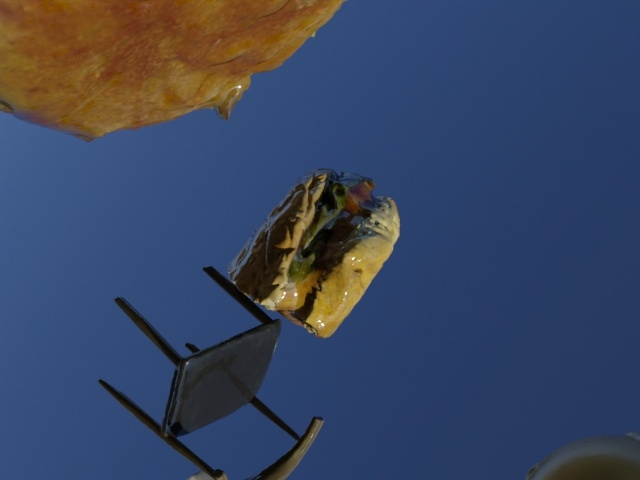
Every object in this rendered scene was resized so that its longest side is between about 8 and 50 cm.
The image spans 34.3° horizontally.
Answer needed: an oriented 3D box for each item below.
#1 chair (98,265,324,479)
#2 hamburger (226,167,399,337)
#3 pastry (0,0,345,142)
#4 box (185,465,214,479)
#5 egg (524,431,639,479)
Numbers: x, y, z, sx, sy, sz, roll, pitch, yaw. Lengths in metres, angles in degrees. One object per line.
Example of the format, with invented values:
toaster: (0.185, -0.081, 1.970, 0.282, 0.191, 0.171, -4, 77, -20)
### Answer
chair: (-0.135, 0.183, 1.358, 0.272, 0.188, 0.166, 39, -51, 28)
hamburger: (0.003, -0.001, 1.379, 0.162, 0.330, 0.209, 36, -88, 1)
pastry: (-0.078, -0.128, 0.467, 0.229, 0.218, 0.100, -44, -115, 42)
box: (-0.187, 0.424, 1.347, 0.233, 0.067, 0.149, -44, -99, 14)
egg: (0.202, 0.211, 0.633, 0.164, 0.201, 0.164, -39, -175, 4)
